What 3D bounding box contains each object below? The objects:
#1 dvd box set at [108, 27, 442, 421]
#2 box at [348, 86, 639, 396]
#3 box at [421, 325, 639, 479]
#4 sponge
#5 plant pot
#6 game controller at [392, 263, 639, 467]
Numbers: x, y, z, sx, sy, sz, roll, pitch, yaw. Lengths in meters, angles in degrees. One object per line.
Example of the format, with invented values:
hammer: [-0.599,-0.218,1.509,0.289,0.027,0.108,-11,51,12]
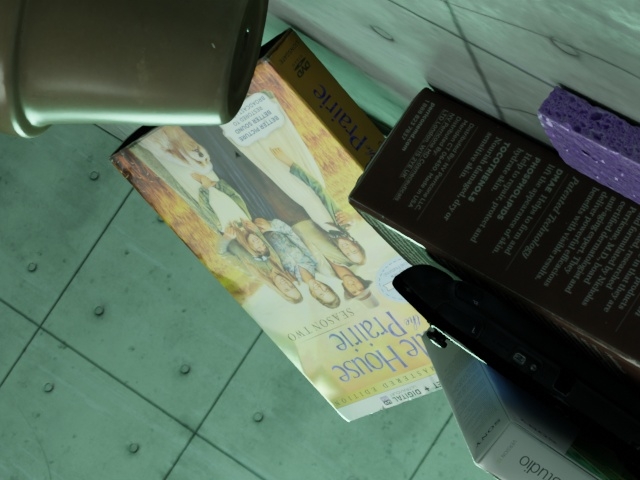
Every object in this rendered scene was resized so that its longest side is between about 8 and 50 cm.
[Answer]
dvd box set: [0.000,0.000,1.805,0.420,0.062,0.308,49,139,-14]
box: [0.231,0.023,1.513,0.381,0.143,0.191,32,175,28]
box: [0.222,0.188,1.581,0.232,0.058,0.322,35,-168,-14]
sponge: [0.266,-0.043,1.262,0.210,0.031,0.117,31,175,28]
plant pot: [-0.172,-0.202,1.487,0.229,0.263,0.263,14,173,5]
game controller: [0.204,0.125,1.515,0.319,0.067,0.166,35,175,-20]
